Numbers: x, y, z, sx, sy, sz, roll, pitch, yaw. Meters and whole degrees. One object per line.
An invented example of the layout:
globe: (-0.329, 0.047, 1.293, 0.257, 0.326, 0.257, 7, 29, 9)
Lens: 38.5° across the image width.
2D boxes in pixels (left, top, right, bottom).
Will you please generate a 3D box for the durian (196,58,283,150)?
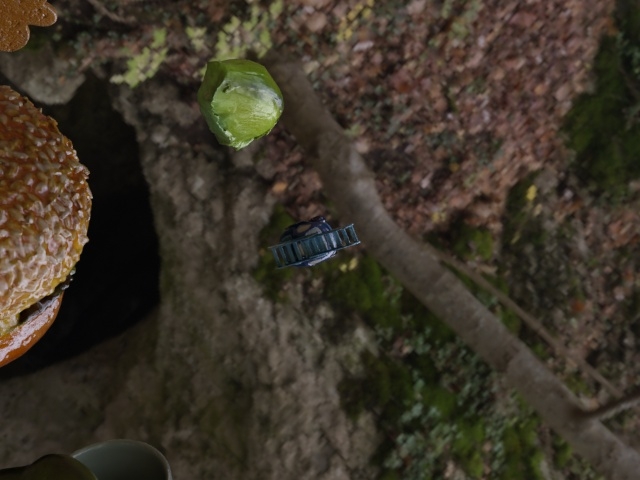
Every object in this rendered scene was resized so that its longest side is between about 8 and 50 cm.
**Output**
durian: (-0.134, -0.233, 1.560, 0.139, 0.101, 0.250, -26, 164, 6)

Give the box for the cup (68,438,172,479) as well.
cup: (-0.307, 0.466, 1.345, 0.258, 0.186, 0.234, -74, 164, -57)

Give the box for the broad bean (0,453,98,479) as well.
broad bean: (-0.274, 0.218, 0.773, 0.256, 0.053, 0.052, -17, -160, 29)

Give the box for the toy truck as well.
toy truck: (0.000, 0.000, 1.232, 0.136, 0.063, 0.074, -18, -172, 28)

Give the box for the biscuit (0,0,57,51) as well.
biscuit: (-0.585, -0.466, 1.758, 0.250, 0.165, 0.036, -55, -146, 42)

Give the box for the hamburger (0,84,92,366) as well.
hamburger: (-0.432, -0.020, 1.049, 0.330, 0.330, 0.250, -42, 166, -45)
